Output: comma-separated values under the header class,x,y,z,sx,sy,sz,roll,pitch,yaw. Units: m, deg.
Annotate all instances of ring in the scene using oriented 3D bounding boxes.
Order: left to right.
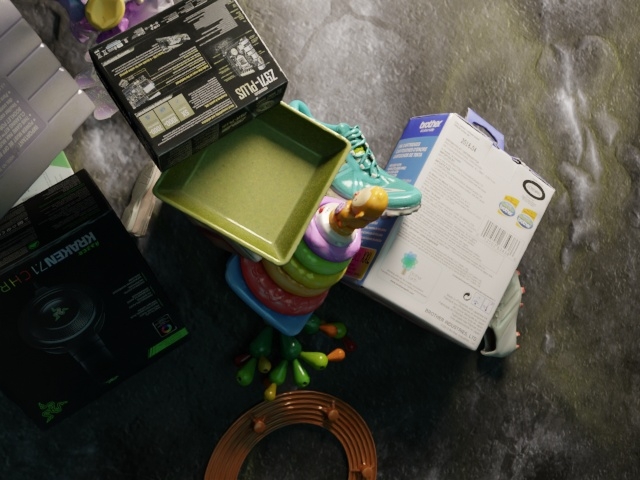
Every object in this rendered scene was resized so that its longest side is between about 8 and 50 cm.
class,x,y,z,sx,sy,sz,roll,pitch,yaw
ring,-0.044,0.434,1.212,0.336,0.032,0.337,-3,97,-22

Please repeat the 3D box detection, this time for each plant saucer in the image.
class,x,y,z,sx,sy,sz,roll,pitch,yaw
plant saucer,-0.085,-0.087,0.867,0.188,0.045,0.188,30,77,-3

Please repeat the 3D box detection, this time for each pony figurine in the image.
class,x,y,z,sx,sy,sz,roll,pitch,yaw
pony figurine,-0.250,-0.355,0.899,0.351,0.363,0.303,-34,112,-1

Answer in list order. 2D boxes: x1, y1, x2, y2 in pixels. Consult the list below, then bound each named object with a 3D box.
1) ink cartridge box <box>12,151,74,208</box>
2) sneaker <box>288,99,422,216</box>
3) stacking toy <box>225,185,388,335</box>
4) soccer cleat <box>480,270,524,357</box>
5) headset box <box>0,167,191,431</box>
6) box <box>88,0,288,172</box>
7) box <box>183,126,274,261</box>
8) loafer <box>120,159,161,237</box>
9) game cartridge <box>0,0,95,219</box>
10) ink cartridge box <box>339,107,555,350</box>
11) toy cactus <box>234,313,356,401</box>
class,x,y,z,sx,sy,sz,roll,pitch,yaw
ink cartridge box,-0.453,-0.062,0.947,0.212,0.093,0.154,-27,105,-21
sneaker,0.039,-0.125,1.070,0.107,0.275,0.110,-36,153,-55
stacking toy,0.000,0.000,1.019,0.165,0.302,0.175,43,49,-7
soccer cleat,0.351,0.136,1.332,0.076,0.068,0.197,-5,101,-20
headset box,-0.348,0.092,0.935,0.246,0.131,0.283,-32,133,-14
box,-0.153,-0.193,0.808,0.180,0.077,0.147,-34,89,-13
box,-0.117,-0.071,1.014,0.148,0.232,0.127,-45,110,-12
loafer,-0.271,-0.064,1.058,0.039,0.045,0.125,23,93,-41
game cartridge,-0.445,-0.117,0.791,0.355,0.068,0.230,-58,140,-28
ink cartridge box,0.233,-0.043,1.214,0.270,0.151,0.396,31,85,-24
toy cactus,-0.058,0.161,1.153,0.218,0.112,0.181,-22,85,-17
